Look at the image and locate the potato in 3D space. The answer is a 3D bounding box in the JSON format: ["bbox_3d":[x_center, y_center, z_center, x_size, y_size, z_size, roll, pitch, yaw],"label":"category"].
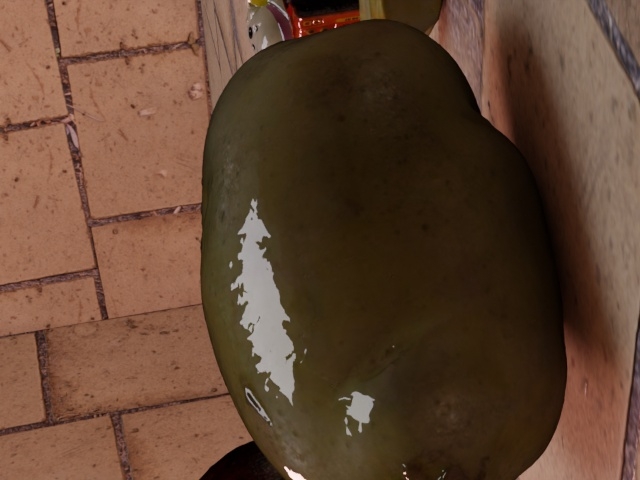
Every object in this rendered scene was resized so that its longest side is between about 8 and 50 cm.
[{"bbox_3d":[0.034,0.025,1.086,0.243,0.221,0.326,126,132,-68],"label":"potato"}]

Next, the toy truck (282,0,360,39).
[{"bbox_3d":[0.001,-0.276,1.449,0.114,0.107,0.253,95,164,-63],"label":"toy truck"}]

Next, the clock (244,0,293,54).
[{"bbox_3d":[-0.029,-0.260,1.760,0.144,0.103,0.231,-93,-2,-68],"label":"clock"}]

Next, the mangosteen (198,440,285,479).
[{"bbox_3d":[-0.008,0.376,1.928,0.306,0.359,0.306,-34,47,47],"label":"mangosteen"}]

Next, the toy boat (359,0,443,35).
[{"bbox_3d":[0.055,-0.198,1.283,0.066,0.065,0.172,-133,37,-55],"label":"toy boat"}]
